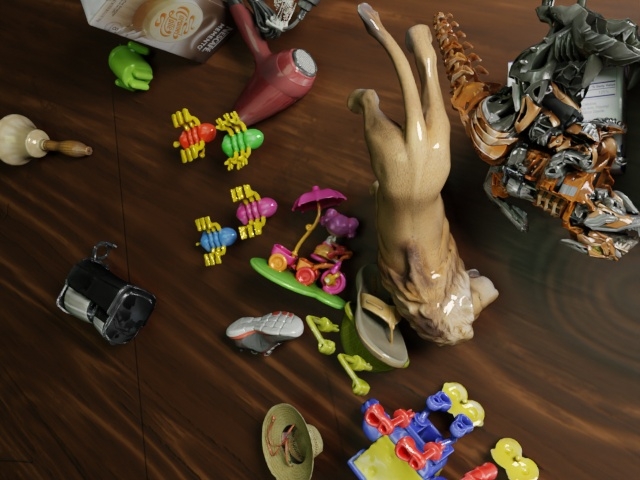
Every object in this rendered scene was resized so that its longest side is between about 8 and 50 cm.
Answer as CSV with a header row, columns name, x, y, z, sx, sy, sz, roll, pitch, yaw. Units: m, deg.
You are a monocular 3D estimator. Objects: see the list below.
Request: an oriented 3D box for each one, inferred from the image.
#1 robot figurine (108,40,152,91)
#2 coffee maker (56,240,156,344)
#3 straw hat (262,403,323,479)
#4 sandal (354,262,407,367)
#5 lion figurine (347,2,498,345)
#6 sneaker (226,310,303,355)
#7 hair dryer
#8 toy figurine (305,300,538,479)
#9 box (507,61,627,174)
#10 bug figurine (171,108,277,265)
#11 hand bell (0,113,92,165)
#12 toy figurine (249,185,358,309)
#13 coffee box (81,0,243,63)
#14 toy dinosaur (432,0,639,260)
name,x,y,z,sx,sy,sz,roll,pitch,yaw
robot figurine,-0.396,-0.360,1.120,0.115,0.067,0.101,46,123,26
coffee maker,-0.441,0.106,1.123,0.178,0.120,0.171,18,100,32
straw hat,-0.032,0.329,0.877,0.144,0.061,0.145,-6,83,51
sandal,0.086,0.092,0.749,0.180,0.072,0.049,-92,27,-46
lion figurine,0.110,-0.050,0.640,0.142,0.392,0.240,-15,50,13
sneaker,-0.089,0.166,0.930,0.157,0.061,0.065,-7,113,35
hair dryer,-0.091,-0.319,0.900,0.223,0.080,0.294,35,116,33
toy figurine,0.083,0.284,0.730,0.362,0.191,0.217,45,119,27
box,0.294,-0.147,0.644,0.126,0.072,0.137,2,92,35
bug figurine,-0.170,-0.101,0.954,0.216,0.072,0.279,-7,96,40
hand bell,-0.643,-0.225,1.287,0.241,0.126,0.126,12,97,21
toy figurine,0.000,0.000,0.836,0.173,0.130,0.159,27,96,9
coffee box,-0.261,-0.411,0.918,0.141,0.246,0.098,-31,75,31
toy dinosaur,0.226,-0.133,0.566,0.322,0.164,0.218,40,131,5
